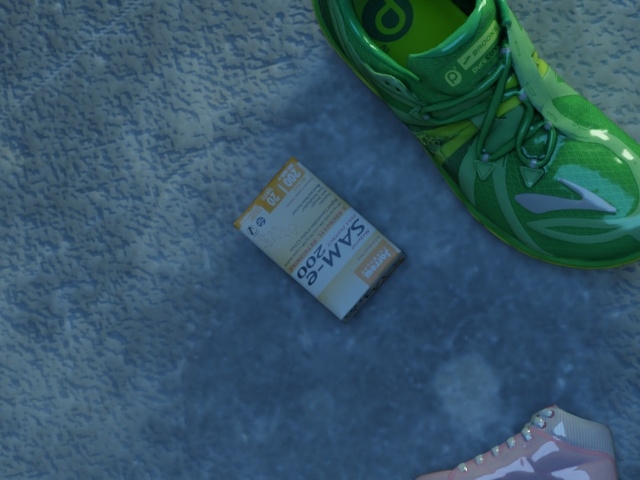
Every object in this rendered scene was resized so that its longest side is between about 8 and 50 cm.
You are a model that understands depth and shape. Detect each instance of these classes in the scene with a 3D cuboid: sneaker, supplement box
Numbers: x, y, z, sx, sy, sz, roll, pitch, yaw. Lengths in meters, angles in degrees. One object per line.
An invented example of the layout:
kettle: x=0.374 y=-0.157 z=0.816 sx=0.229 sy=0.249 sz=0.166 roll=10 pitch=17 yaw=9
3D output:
sneaker: x=0.100 y=-0.089 z=1.105 sx=0.295 sy=0.123 sz=0.109 roll=42 pitch=89 yaw=11
sneaker: x=0.124 y=0.139 z=1.108 sx=0.134 sy=0.051 sz=0.070 roll=1 pitch=80 yaw=5
supplement box: x=0.000 y=0.000 z=1.152 sx=0.098 sy=0.036 sz=0.062 roll=40 pitch=90 yaw=11
